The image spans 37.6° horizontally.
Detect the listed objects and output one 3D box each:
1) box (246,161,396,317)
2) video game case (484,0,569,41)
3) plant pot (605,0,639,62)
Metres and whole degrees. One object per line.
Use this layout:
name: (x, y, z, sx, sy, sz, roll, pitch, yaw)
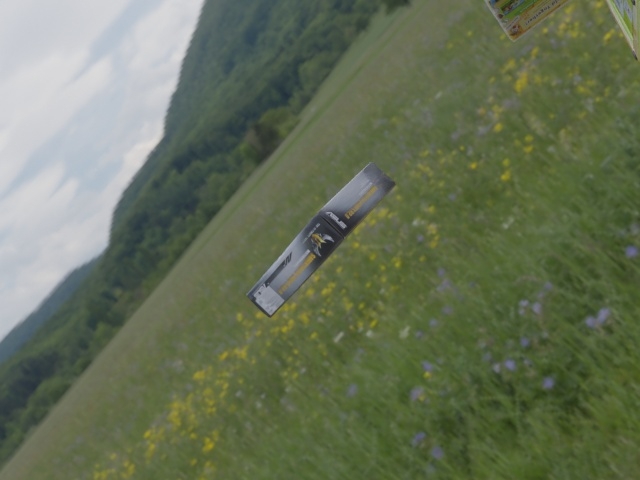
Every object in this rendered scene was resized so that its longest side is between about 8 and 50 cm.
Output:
box: (0.000, 0.000, 1.462, 0.231, 0.056, 0.183, -47, -2, 41)
video game case: (0.365, -0.450, 1.525, 0.227, 0.206, 0.026, -36, 53, 14)
plant pot: (0.498, -0.383, 1.285, 0.207, 0.227, 0.228, -22, -27, 10)
